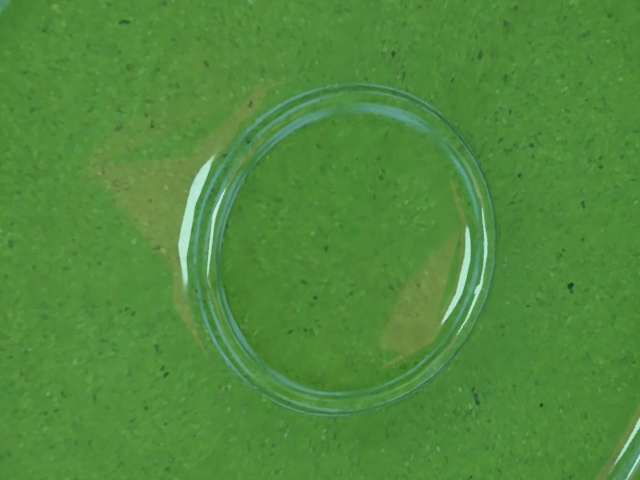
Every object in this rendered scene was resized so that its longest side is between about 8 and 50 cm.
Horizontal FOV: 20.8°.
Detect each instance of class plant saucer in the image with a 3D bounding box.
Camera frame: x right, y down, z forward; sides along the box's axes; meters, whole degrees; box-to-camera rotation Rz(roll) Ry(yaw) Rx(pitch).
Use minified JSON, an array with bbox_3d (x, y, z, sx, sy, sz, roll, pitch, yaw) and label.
[{"bbox_3d":[0.000,0.000,0.365,0.241,0.037,0.241,-4,99,-24],"label":"plant saucer"}]
